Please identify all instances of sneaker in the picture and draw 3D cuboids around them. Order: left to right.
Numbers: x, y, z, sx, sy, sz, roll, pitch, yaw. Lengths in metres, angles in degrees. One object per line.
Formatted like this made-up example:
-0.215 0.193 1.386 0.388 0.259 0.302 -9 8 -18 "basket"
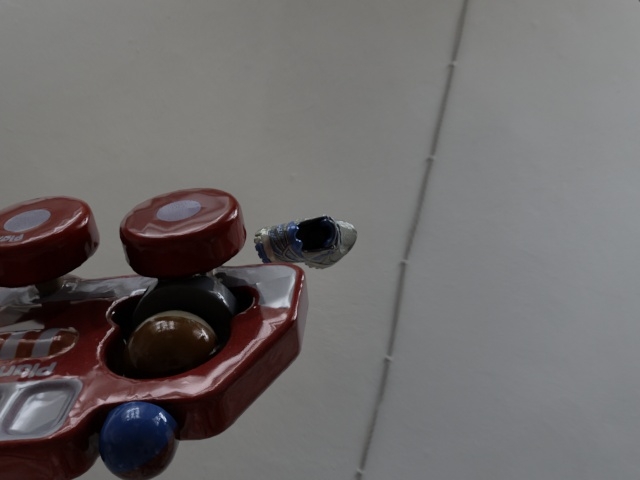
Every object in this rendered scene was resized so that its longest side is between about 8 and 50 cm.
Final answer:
0.000 0.000 0.826 0.135 0.058 0.052 -10 -98 -50 "sneaker"

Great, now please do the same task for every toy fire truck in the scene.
-0.164 0.090 0.628 0.302 0.254 0.170 -3 -61 8 "toy fire truck"
